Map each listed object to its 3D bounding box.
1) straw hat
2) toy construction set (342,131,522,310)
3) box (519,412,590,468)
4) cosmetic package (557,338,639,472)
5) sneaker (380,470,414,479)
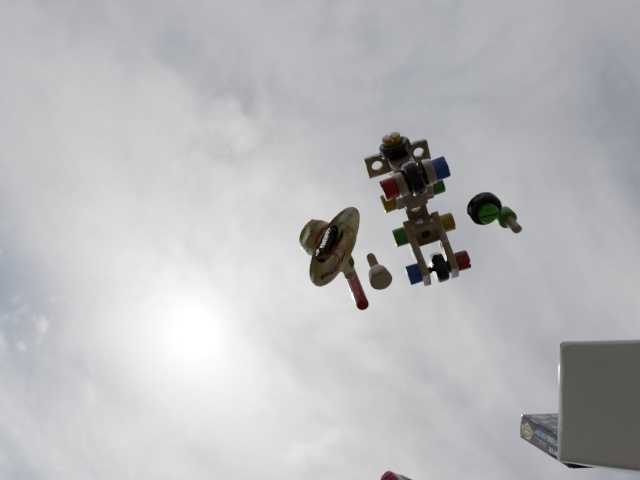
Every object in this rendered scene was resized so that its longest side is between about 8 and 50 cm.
[{"bbox_3d":[0.000,0.000,1.008,0.061,0.144,0.144,29,-70,25],"label":"straw hat"},{"bbox_3d":[0.142,-0.049,1.173,0.309,0.237,0.257,-42,-58,14],"label":"toy construction set"},{"bbox_3d":[0.528,0.381,1.236,0.220,0.175,0.051,2,-88,-13],"label":"box"},{"bbox_3d":[0.536,0.206,0.730,0.453,0.230,0.161,-11,-115,47],"label":"cosmetic package"},{"bbox_3d":[0.212,0.577,1.426,0.170,0.075,0.063,31,-85,45],"label":"sneaker"}]
